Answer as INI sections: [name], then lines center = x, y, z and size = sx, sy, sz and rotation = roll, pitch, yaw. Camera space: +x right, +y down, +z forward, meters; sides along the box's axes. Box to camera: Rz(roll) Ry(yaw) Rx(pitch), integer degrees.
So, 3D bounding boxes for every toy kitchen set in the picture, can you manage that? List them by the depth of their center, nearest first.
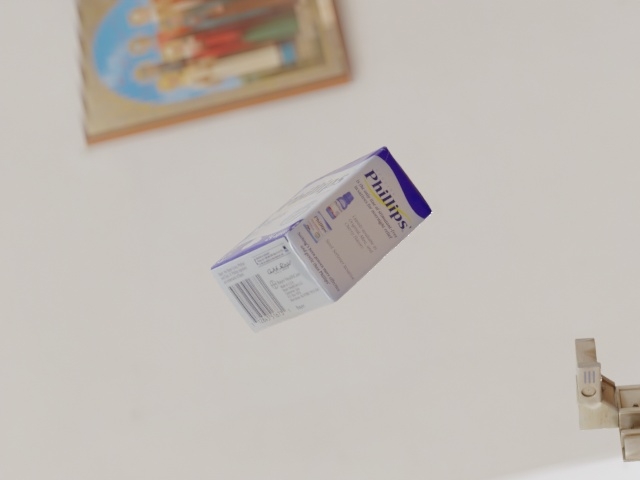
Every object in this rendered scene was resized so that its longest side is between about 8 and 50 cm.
[toy kitchen set]
center = 0.245, 0.125, 1.507
size = 0.068, 0.083, 0.075
rotation = -88, -8, -48

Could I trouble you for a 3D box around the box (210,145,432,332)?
[box]
center = 0.000, 0.000, 1.577
size = 0.072, 0.137, 0.126
rotation = 55, 145, -8
